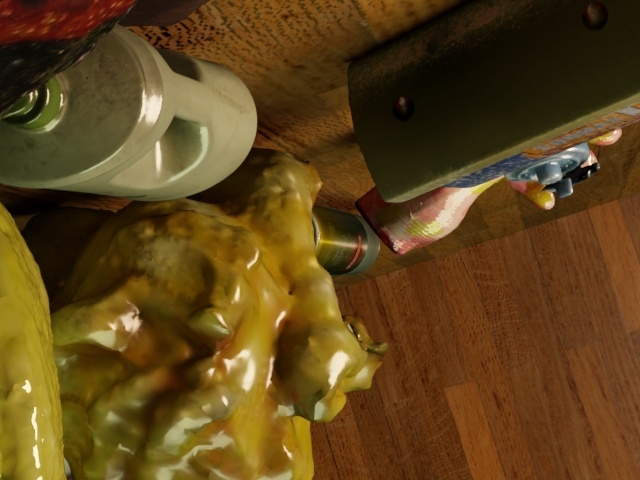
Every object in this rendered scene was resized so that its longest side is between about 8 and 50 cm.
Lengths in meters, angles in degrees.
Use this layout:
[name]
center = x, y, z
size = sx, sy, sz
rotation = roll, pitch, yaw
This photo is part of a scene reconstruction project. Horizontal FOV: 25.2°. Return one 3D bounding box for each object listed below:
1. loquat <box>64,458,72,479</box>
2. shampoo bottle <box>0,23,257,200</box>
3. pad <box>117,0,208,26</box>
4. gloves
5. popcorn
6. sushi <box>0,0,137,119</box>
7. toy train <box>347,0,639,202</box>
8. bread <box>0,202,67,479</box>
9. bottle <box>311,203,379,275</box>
[loquat]
center = -0.287, 0.139, 1.458
size = 0.235, 0.235, 0.235
rotation = -17, 173, -2
[shampoo bottle]
center = -0.122, -0.069, 0.772
size = 0.118, 0.087, 0.234
rotation = -9, 177, 14
[pad]
center = -0.059, -0.154, 0.627
size = 0.220, 0.004, 0.330
rotation = -11, 171, -41
[gloves]
center = 0.150, -0.080, 1.297
size = 0.241, 0.126, 0.145
rotation = -41, 147, 10
[popcorn]
center = -0.131, 0.086, 1.154
size = 0.321, 0.325, 0.290
rotation = -57, 172, 27
[sushi]
center = -0.139, -0.094, 0.398
size = 0.126, 0.136, 0.225
rotation = -19, 180, 36
[toy train]
center = 0.180, -0.122, 1.012
size = 0.299, 0.131, 0.202
rotation = -24, 163, 39
[bread]
center = -0.332, 0.133, 0.952
size = 0.307, 0.348, 0.348
rotation = -6, 169, -25
[bottle]
center = 0.000, 0.000, 1.675
size = 0.082, 0.082, 0.286
rotation = -19, 173, 14
